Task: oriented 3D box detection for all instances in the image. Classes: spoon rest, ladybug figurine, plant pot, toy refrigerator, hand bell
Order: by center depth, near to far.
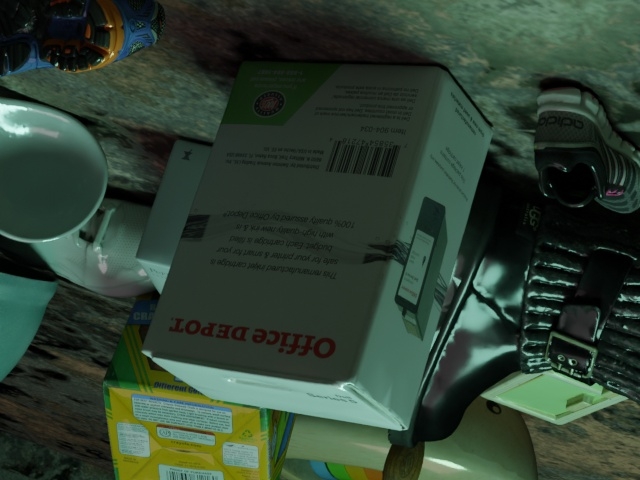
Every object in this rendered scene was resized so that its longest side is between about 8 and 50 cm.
[{"bbox_3d":[-0.339,-0.096,1.666,0.276,0.137,0.084,27,165,4],"label":"spoon rest"},{"bbox_3d":[0.264,0.122,1.780,0.102,0.094,0.269,21,161,-9],"label":"toy refrigerator"},{"bbox_3d":[0.109,0.174,1.835,0.126,0.242,0.126,16,161,6],"label":"hand bell"},{"bbox_3d":[-0.461,0.095,1.901,0.293,0.196,0.293,17,-179,0],"label":"plant pot"},{"bbox_3d":[0.075,0.239,2.177,0.449,0.162,0.305,4,158,33],"label":"ladybug figurine"}]

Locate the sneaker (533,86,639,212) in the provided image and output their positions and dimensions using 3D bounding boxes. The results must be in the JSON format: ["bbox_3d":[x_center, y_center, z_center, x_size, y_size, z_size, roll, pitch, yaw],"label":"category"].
[{"bbox_3d":[0.210,-0.053,1.354,0.063,0.074,0.170,5,158,32],"label":"sneaker"}]

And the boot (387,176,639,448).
[{"bbox_3d":[0.211,0.105,1.581,0.260,0.131,0.348,18,138,1],"label":"boot"}]

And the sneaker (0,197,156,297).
[{"bbox_3d":[-0.292,-0.020,1.854,0.293,0.108,0.169,5,161,36],"label":"sneaker"}]

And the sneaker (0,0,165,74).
[{"bbox_3d":[-0.209,-0.173,1.381,0.087,0.083,0.221,-11,-161,-42],"label":"sneaker"}]

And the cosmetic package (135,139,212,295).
[{"bbox_3d":[-0.038,0.023,1.704,0.224,0.138,0.224,13,160,14],"label":"cosmetic package"}]

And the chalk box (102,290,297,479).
[{"bbox_3d":[-0.114,0.130,1.906,0.180,0.289,0.179,6,132,8],"label":"chalk box"}]

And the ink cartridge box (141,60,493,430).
[{"bbox_3d":[0.000,0.000,1.383,0.198,0.272,0.115,6,158,32],"label":"ink cartridge box"}]
